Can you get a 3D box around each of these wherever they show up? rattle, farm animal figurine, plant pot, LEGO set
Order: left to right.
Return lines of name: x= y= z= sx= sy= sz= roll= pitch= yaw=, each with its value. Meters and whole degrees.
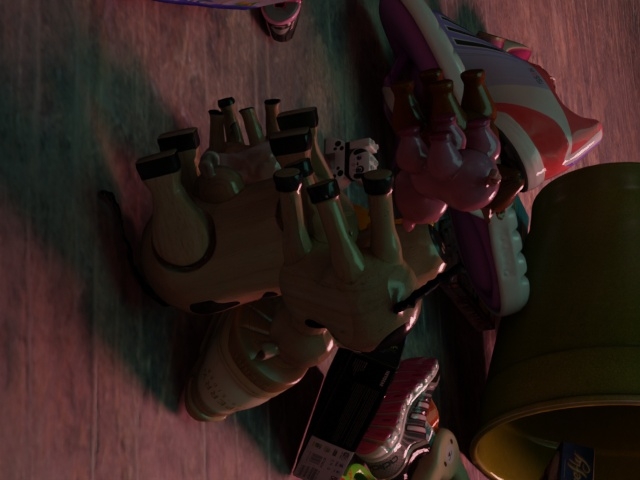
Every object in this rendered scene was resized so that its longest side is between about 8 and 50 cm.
farm animal figurine: x=0.000 y=0.000 z=1.016 sx=0.330 sy=0.327 sz=0.172 roll=-42 pitch=124 yaw=-59
LEGO set: x=0.061 y=0.005 z=1.413 sx=0.087 sy=0.093 sz=0.227 roll=41 pitch=45 yaw=-55
rattle: x=0.159 y=0.256 z=1.487 sx=0.130 sy=0.143 sz=0.199 roll=-4 pitch=93 yaw=-43
plant pot: x=0.374 y=0.106 z=1.719 sx=0.366 sy=0.366 sz=0.353 roll=46 pitch=42 yaw=-51

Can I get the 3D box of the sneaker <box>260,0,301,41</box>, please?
sneaker: x=-0.035 y=-0.246 z=1.373 sx=0.057 sy=0.047 sz=0.119 roll=79 pitch=17 yaw=-57

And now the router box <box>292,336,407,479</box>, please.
router box: x=0.034 y=0.119 z=1.249 sx=0.133 sy=0.046 sz=0.179 roll=-70 pitch=-178 yaw=-49

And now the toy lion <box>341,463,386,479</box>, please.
toy lion: x=0.027 y=0.255 z=1.325 sx=0.096 sy=0.034 sz=0.100 roll=50 pitch=37 yaw=-36

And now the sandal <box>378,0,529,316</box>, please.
sandal: x=0.134 y=-0.089 z=1.582 sx=0.416 sy=0.102 sz=0.169 roll=68 pitch=-12 yaw=-14

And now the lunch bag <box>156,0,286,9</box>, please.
lunch bag: x=-0.064 y=-0.243 z=1.141 sx=0.219 sy=0.176 sz=0.090 roll=-14 pitch=99 yaw=-64

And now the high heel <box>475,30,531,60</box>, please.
high heel: x=0.238 y=-0.226 z=1.942 sx=0.244 sy=0.082 sz=0.117 roll=-33 pitch=140 yaw=-77

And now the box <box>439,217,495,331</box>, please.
box: x=0.185 y=0.044 z=1.751 sx=0.137 sy=0.027 sz=0.094 roll=48 pitch=38 yaw=-50

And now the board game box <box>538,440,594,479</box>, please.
board game box: x=0.261 y=0.368 z=1.626 sx=0.243 sy=0.042 sz=0.165 roll=104 pitch=-2 yaw=-50

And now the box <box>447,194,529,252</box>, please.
box: x=0.202 y=-0.067 z=1.790 sx=0.244 sy=0.060 sz=0.100 roll=57 pitch=33 yaw=-42

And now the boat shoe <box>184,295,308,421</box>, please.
boat shoe: x=-0.042 y=0.057 z=1.200 sx=0.104 sy=0.089 sz=0.285 roll=49 pitch=27 yaw=-4

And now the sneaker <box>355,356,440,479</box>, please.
sneaker: x=0.085 y=0.188 z=1.438 sx=0.170 sy=0.063 sz=0.074 roll=-57 pitch=132 yaw=-50

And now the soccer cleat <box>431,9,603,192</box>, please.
soccer cleat: x=0.209 y=-0.181 z=1.639 sx=0.108 sy=0.116 sz=0.318 roll=73 pitch=-10 yaw=-45
